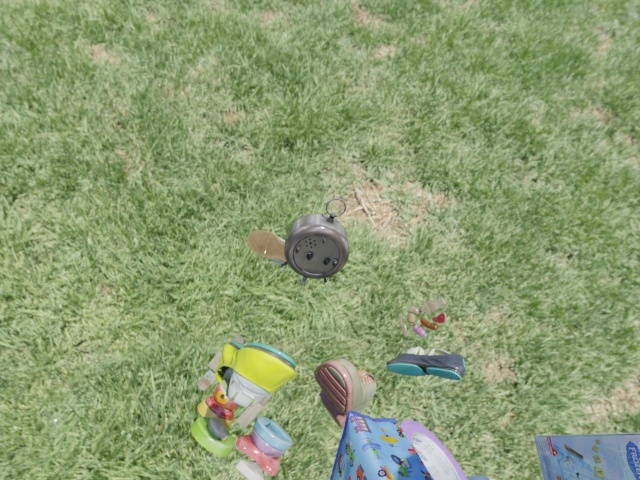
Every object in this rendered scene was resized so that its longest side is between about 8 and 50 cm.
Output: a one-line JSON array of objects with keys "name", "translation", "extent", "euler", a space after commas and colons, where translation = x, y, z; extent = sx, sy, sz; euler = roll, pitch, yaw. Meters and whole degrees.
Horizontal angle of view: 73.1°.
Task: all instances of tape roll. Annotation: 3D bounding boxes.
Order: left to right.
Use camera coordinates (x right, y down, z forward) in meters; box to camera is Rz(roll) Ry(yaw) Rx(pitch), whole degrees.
[{"name": "tape roll", "translation": [0.287, 0.632, 1.172], "extent": [0.275, 0.090, 0.275], "euler": [40, 14, -12]}]

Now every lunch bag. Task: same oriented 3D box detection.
[{"name": "lunch bag", "translation": [0.090, 0.547, 0.880], "extent": [0.138, 0.293, 0.221], "euler": [20, 12, -21]}]

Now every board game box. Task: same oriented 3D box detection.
[{"name": "board game box", "translation": [0.667, 0.612, 0.984], "extent": [0.066, 0.318, 0.318], "euler": [5, 65, -19]}]

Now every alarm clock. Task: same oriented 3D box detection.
[{"name": "alarm clock", "translation": [0.000, 0.000, 0.854], "extent": [0.129, 0.192, 0.064], "euler": [19, 25, -11]}]

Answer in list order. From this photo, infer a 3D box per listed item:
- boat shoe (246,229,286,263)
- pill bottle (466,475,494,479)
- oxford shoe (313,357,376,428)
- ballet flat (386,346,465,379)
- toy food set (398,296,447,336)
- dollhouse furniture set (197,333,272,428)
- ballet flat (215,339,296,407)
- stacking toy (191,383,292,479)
[{"name": "boat shoe", "translation": [-0.153, 0.044, 1.633], "extent": [0.277, 0.096, 0.098], "euler": [22, 76, 24]}, {"name": "pill bottle", "translation": [0.530, 0.935, 1.375], "extent": [0.169, 0.169, 0.301], "euler": [16, 28, -4]}, {"name": "oxford shoe", "translation": [0.078, 0.394, 1.190], "extent": [0.147, 0.397, 0.140], "euler": [-32, 63, -18]}, {"name": "ballet flat", "translation": [0.260, 0.298, 1.060], "extent": [0.074, 0.203, 0.074], "euler": [11, 75, -47]}, {"name": "toy food set", "translation": [0.247, 0.186, 1.019], "extent": [0.019, 0.122, 0.077], "euler": [8, 63, -54]}, {"name": "dollhouse furniture set", "translation": [-0.292, 0.497, 1.501], "extent": [0.242, 0.161, 0.212], "euler": [40, 102, 4]}, {"name": "ballet flat", "translation": [-0.098, 0.183, 0.585], "extent": [0.077, 0.231, 0.077], "euler": [36, 68, -15]}, {"name": "stacking toy", "translation": [-0.217, 0.540, 1.259], "extent": [0.309, 0.279, 0.130], "euler": [35, 83, 4]}]
